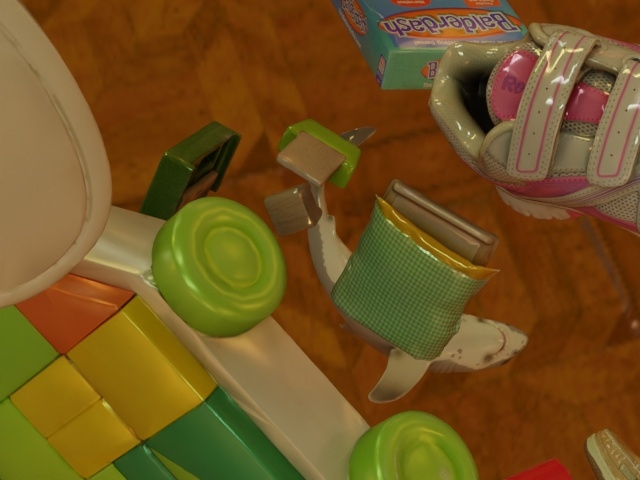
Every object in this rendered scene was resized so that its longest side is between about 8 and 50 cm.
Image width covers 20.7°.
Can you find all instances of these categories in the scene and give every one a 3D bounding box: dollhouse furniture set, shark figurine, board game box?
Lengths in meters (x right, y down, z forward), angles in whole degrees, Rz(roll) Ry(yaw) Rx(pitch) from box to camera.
[{"bbox_3d":[0.000,0.000,0.788,0.152,0.076,0.058,31,29,7],"label":"dollhouse furniture set"},{"bbox_3d":[0.035,0.039,1.552,0.166,0.116,0.278,-42,95,-25],"label":"shark figurine"},{"bbox_3d":[0.105,-0.222,1.725,0.160,0.047,0.210,-2,38,-20],"label":"board game box"}]

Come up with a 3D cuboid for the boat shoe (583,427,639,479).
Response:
[{"bbox_3d":[0.303,0.224,1.525,0.072,0.068,0.190,-48,48,15],"label":"boat shoe"}]

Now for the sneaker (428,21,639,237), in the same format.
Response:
[{"bbox_3d":[0.145,-0.057,0.922,0.111,0.252,0.103,26,78,-35],"label":"sneaker"}]

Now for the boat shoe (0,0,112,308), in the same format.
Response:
[{"bbox_3d":[-0.181,-0.086,0.503,0.116,0.319,0.099,-43,44,10],"label":"boat shoe"}]

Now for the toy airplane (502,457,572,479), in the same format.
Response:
[{"bbox_3d":[0.112,0.207,1.126,0.151,0.028,0.151,1,74,-4],"label":"toy airplane"}]

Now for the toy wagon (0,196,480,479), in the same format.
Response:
[{"bbox_3d":[-0.100,0.079,0.778,0.344,0.267,0.068,48,45,-6],"label":"toy wagon"}]
